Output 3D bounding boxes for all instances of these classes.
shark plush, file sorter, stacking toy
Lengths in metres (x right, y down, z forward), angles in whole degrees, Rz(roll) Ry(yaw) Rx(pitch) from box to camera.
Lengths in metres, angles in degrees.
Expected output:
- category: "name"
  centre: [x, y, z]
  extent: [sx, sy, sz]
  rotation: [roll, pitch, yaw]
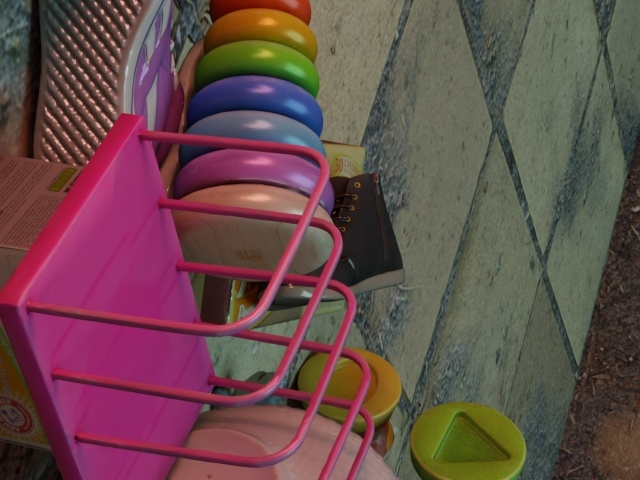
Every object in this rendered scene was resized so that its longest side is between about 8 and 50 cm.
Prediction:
- category: "shark plush"
  centre: [-0.080, 0.213, 1.729]
  extent: [0.073, 0.067, 0.161]
  rotation: [43, 58, -66]
- category: "file sorter"
  centre: [-0.077, 0.089, 1.230]
  extent: [0.291, 0.182, 0.202]
  rotation: [79, 28, -42]
- category: "stacking toy"
  centre: [0.071, 0.289, 1.885]
  extent: [0.309, 0.279, 0.130]
  rotation: [-59, 161, -47]
- category: "stacking toy"
  centre: [-0.052, -0.138, 1.418]
  extent: [0.141, 0.141, 0.330]
  rotation: [57, 31, -60]

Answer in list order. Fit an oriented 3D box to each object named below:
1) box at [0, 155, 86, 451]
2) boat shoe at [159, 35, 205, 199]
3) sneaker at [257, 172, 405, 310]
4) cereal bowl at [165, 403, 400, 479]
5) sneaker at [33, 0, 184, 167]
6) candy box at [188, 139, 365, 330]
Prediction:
- category: "box"
  centre: [-0.205, 0.054, 1.286]
  extent: [0.114, 0.103, 0.203]
  rotation: [-58, 149, -47]
- category: "boat shoe"
  centre: [-0.131, -0.080, 1.466]
  extent: [0.079, 0.081, 0.228]
  rotation: [39, 57, -45]
- category: "sneaker"
  centre: [0.000, 0.000, 1.618]
  extent: [0.222, 0.083, 0.118]
  rotation: [-12, 91, -60]
- category: "cereal bowl"
  centre: [-0.085, 0.260, 1.376]
  extent: [0.339, 0.338, 0.141]
  rotation: [-63, 145, -39]
- category: "sneaker"
  centre: [-0.157, -0.170, 1.354]
  extent: [0.161, 0.102, 0.282]
  rotation: [-22, 127, -72]
- category: "candy box"
  centre: [-0.055, -0.013, 1.674]
  extent: [0.316, 0.087, 0.183]
  rotation: [-5, 103, -68]
